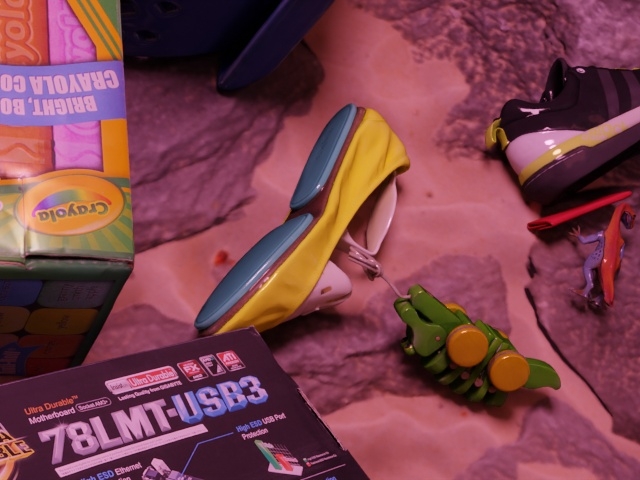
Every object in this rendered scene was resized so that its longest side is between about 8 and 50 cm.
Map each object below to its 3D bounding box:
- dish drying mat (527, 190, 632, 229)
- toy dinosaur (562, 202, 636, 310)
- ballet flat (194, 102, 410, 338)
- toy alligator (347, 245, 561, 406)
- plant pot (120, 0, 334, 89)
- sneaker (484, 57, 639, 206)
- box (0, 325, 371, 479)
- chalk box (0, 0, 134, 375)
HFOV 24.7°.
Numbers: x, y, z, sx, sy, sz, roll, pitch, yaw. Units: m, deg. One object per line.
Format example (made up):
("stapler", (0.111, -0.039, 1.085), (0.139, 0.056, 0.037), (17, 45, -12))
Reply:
("dish drying mat", (0.200, -0.023, 1.129), (0.083, 0.032, 0.008), (-18, 92, -29))
("toy dinosaur", (0.223, 0.011, 1.103), (0.047, 0.090, 0.082), (28, 88, -25))
("ballet flat", (0.000, 0.000, 1.012), (0.077, 0.077, 0.231), (43, 54, -16))
("toy alligator", (0.083, 0.070, 1.014), (0.190, 0.056, 0.051), (31, 100, -20))
("plant pot", (-0.079, -0.256, 1.016), (0.212, 0.236, 0.236), (21, 58, -19))
("sneaker", (0.229, -0.115, 1.155), (0.235, 0.084, 0.097), (-29, 77, -31))
("box", (-0.062, 0.193, 0.791), (0.293, 0.073, 0.295), (49, 31, 22))
("chalk box", (-0.215, -0.023, 0.868), (0.179, 0.180, 0.289), (3, 65, -21))
